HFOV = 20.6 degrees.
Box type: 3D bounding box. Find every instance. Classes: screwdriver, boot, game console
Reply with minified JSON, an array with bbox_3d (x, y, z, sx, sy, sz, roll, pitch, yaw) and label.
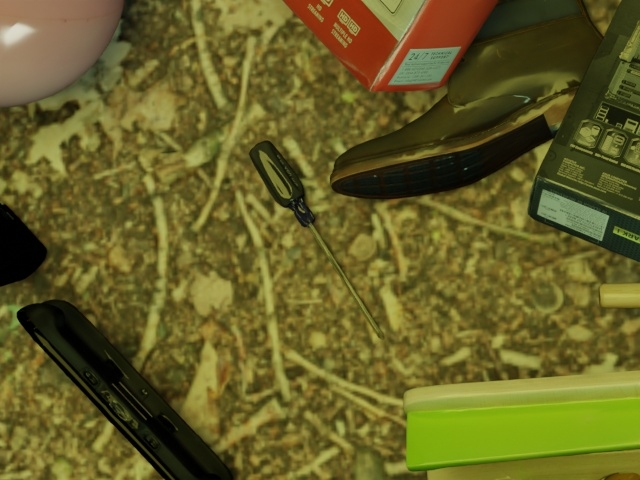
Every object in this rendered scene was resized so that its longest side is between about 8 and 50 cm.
[{"bbox_3d":[0.000,0.000,1.278,0.024,0.025,0.170,-34,87,8],"label":"screwdriver"},{"bbox_3d":[0.104,-0.101,1.235,0.219,0.082,0.106,-15,71,2],"label":"boot"},{"bbox_3d":[-0.195,0.062,1.226,0.044,0.213,0.361,-44,88,6],"label":"game console"}]

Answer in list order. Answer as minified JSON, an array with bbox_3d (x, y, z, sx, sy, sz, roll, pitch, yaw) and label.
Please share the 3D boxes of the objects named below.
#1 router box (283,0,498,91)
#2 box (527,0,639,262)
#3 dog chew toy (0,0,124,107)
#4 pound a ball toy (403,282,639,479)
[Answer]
[{"bbox_3d":[0.029,-0.319,1.165,0.335,0.082,0.301,49,124,27],"label":"router box"},{"bbox_3d":[0.274,-0.056,1.130,0.232,0.059,0.183,22,65,11],"label":"box"},{"bbox_3d":[-0.222,-0.265,1.223,0.206,0.206,0.332,21,112,14],"label":"dog chew toy"},{"bbox_3d":[0.220,0.133,1.169,0.319,0.136,0.208,-6,58,13],"label":"pound a ball toy"}]
